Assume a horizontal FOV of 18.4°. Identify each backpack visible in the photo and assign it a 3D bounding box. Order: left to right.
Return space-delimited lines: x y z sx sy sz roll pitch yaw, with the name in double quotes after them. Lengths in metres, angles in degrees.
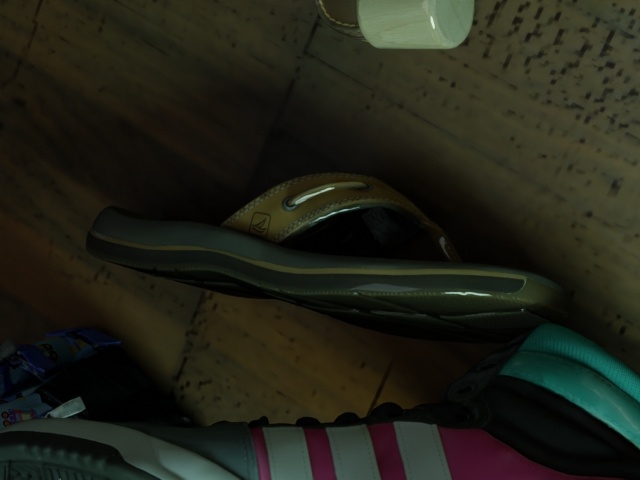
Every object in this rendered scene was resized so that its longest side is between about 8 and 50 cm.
-0.150 0.125 0.867 0.117 0.173 0.158 48 119 14 "backpack"

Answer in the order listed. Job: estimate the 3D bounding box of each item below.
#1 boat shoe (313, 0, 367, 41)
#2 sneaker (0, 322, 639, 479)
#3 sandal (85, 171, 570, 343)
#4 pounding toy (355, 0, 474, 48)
0.018 -0.166 0.783 0.064 0.060 0.178 16 107 26 "boat shoe"
0.026 0.098 0.755 0.296 0.178 0.123 14 119 22 "sneaker"
0.000 0.000 0.825 0.219 0.090 0.060 10 82 35 "sandal"
0.063 -0.167 0.688 0.094 0.181 0.206 7 103 28 "pounding toy"
